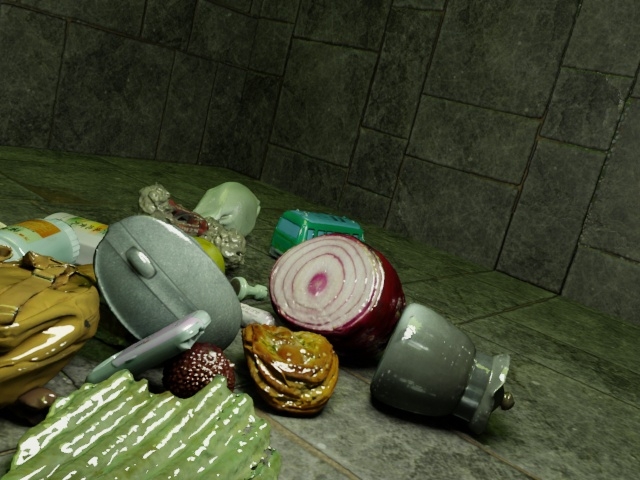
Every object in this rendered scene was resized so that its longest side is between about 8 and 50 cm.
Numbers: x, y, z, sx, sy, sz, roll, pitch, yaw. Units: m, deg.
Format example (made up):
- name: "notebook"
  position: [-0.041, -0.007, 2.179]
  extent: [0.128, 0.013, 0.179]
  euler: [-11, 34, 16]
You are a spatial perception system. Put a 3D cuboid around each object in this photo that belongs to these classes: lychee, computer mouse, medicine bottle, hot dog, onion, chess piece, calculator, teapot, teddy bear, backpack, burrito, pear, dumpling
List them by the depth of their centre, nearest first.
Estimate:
- name: "backpack"
  position: [-0.542, 0.134, 1.019]
  extent: [0.354, 0.201, 0.378]
  euler: [17, 15, 18]
- name: "calculator"
  position: [-0.302, 0.197, 1.078]
  extent: [0.246, 0.045, 0.141]
  euler: [-29, 4, 6]
- name: "lychee"
  position: [-0.218, 0.243, 1.105]
  extent: [0.129, 0.123, 0.123]
  euler: [-4, 15, -7]
- name: "computer mouse"
  position: [-0.275, 0.111, 1.189]
  extent: [0.374, 0.203, 0.114]
  euler: [53, -6, -38]
- name: "hot dog"
  position: [-0.070, 0.243, 1.264]
  extent: [0.196, 0.122, 0.272]
  euler: [12, 14, -15]
- name: "teapot"
  position: [0.264, 0.306, 1.315]
  extent: [0.285, 0.305, 0.223]
  euler: [23, 50, 9]
- name: "medicine bottle"
  position: [-0.676, 0.043, 1.374]
  extent: [0.158, 0.158, 0.318]
  euler: [15, 12, 2]
- name: "onion"
  position: [0.056, 0.142, 1.511]
  extent: [0.337, 0.281, 0.260]
  euler: [10, -21, 32]
- name: "burrito"
  position: [-0.188, 0.185, 1.531]
  extent: [0.203, 0.064, 0.064]
  euler: [18, 13, 26]
- name: "pear"
  position: [-0.324, 0.090, 1.625]
  extent: [0.216, 0.166, 0.180]
  euler: [45, 3, -1]
- name: "medicine bottle"
  position: [-0.586, 0.022, 1.665]
  extent: [0.325, 0.124, 0.179]
  euler: [18, 13, 9]
- name: "chess piece"
  position: [-0.200, 0.140, 1.718]
  extent: [0.103, 0.067, 0.067]
  euler: [14, 9, -44]
- name: "teddy bear"
  position: [-0.378, -0.017, 1.893]
  extent: [0.358, 0.224, 0.367]
  euler: [29, 11, 3]
- name: "dumpling"
  position: [-0.358, -0.083, 2.265]
  extent: [0.211, 0.270, 0.321]
  euler: [51, 7, 34]

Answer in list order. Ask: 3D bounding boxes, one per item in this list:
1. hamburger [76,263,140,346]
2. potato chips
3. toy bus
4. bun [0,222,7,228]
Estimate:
- name: "hamburger"
  position: [-0.442, 0.123, 1.350]
  extent: [0.309, 0.132, 0.211]
  euler: [17, 15, 22]
- name: "potato chips"
  position: [-0.228, 0.306, 0.836]
  extent: [0.374, 0.097, 0.389]
  euler: [13, 15, -5]
- name: "toy bus"
  position: [0.000, 0.000, 2.256]
  extent: [0.344, 0.199, 0.184]
  euler: [6, 13, -39]
- name: "bun"
  position: [-0.833, 0.000, 1.499]
  extent: [0.188, 0.110, 0.164]
  euler: [22, 16, 17]
